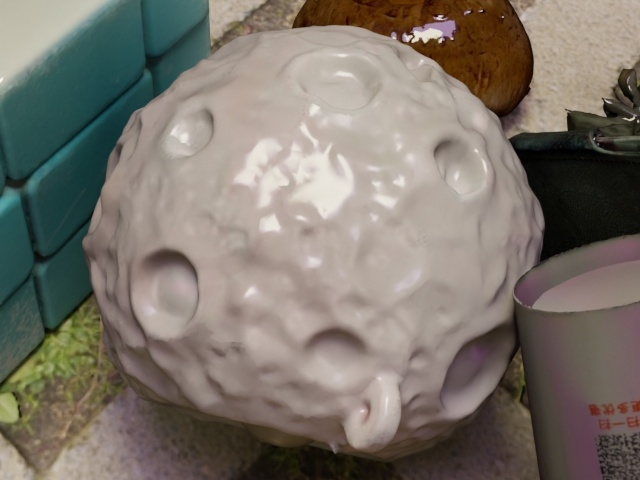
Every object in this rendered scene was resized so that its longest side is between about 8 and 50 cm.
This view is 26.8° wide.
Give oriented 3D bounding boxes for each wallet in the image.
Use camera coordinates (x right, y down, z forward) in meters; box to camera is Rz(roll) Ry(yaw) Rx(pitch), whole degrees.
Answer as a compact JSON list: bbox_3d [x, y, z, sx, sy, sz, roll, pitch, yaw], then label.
[{"bbox_3d":[0.215,-0.010,1.013,0.045,0.318,0.172,-39,108,-16],"label":"wallet"}]

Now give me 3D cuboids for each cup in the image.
[{"bbox_3d":[0.227,0.151,0.896,0.203,0.288,0.203,-15,15,4],"label":"cup"}]

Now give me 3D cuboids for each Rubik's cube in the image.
[{"bbox_3d":[-0.300,-0.131,1.084,0.319,0.316,0.322,31,58,18],"label":"Rubik's cube"}]

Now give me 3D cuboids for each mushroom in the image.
[{"bbox_3d":[0.088,-0.197,1.258,0.231,0.138,0.194,7,54,2],"label":"mushroom"}]

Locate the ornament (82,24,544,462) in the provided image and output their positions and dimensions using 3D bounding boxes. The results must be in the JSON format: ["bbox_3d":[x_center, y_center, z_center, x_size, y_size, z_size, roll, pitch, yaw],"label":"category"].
[{"bbox_3d":[0.000,0.000,0.989,0.337,0.337,0.337,1,55,-2],"label":"ornament"}]

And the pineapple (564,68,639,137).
[{"bbox_3d":[0.351,-0.126,1.227,0.340,0.169,0.169,-37,64,-16],"label":"pineapple"}]
